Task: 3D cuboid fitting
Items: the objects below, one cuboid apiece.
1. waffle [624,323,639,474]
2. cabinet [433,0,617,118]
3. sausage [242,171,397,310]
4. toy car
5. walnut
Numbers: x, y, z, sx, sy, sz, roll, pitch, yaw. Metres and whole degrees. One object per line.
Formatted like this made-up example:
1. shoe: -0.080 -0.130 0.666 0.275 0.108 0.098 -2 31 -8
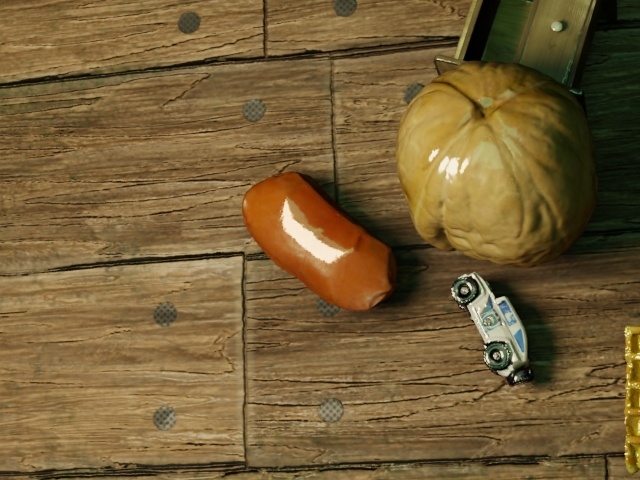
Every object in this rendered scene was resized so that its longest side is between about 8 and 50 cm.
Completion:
1. waffle: 0.492 0.211 1.715 0.219 0.057 0.229 -14 70 51
2. cabinet: 0.294 -0.288 1.890 0.215 0.148 0.175 16 81 15
3. sausage: -0.002 0.002 1.904 0.258 0.133 0.133 39 88 14
4. toy car: 0.242 0.121 1.842 0.070 0.080 0.171 -27 73 5
5. walnut: 0.235 -0.097 1.775 0.277 0.313 0.252 16 71 23
